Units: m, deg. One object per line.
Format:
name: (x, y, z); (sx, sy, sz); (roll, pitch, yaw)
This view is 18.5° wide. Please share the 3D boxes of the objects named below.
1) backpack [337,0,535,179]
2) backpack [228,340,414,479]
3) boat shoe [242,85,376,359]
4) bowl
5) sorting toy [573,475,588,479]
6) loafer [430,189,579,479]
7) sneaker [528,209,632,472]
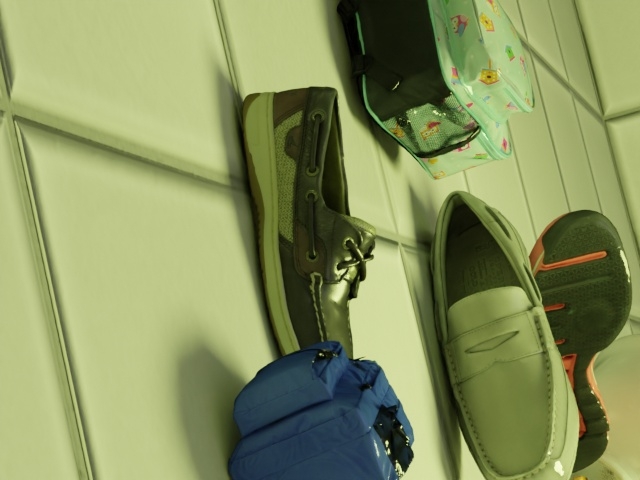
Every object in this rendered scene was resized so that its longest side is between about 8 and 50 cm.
backpack: (0.111, -0.150, 1.755); (0.188, 0.144, 0.166); (58, 17, -57)
backpack: (0.004, 0.112, 1.166); (0.120, 0.098, 0.101); (-34, 105, -74)
boat shoe: (0.000, 0.000, 1.311); (0.080, 0.073, 0.224); (34, 43, -69)
bowl: (0.355, 0.262, 2.145); (0.298, 0.134, 0.298); (39, -35, 35)
sorting toy: (0.290, 0.418, 2.043); (0.196, 0.047, 0.348); (53, 25, -64)
loafer: (0.152, 0.090, 1.746); (0.111, 0.112, 0.319); (53, 17, -43)
sneaker: (0.225, 0.085, 1.955); (0.136, 0.116, 0.314); (-112, -161, -51)
